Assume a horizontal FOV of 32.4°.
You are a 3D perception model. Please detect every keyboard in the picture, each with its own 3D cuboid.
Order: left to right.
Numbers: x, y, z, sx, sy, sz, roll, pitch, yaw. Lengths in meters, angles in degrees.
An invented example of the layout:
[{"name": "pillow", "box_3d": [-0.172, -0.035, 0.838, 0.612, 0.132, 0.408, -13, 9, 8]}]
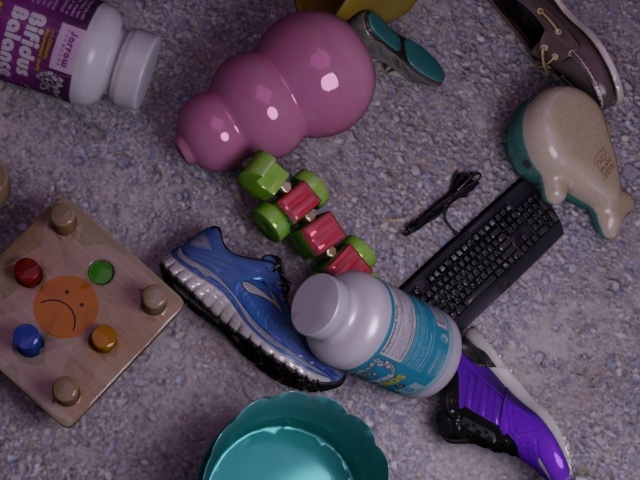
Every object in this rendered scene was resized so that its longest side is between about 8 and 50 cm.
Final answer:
[{"name": "keyboard", "box_3d": [0.242, 0.003, 1.808, 0.317, 0.033, 0.201, -41, 83, -20]}]

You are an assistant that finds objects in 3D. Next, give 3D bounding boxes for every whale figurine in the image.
[{"name": "whale figurine", "box_3d": [0.415, -0.125, 1.844, 0.272, 0.141, 0.216, 51, 56, -16]}]

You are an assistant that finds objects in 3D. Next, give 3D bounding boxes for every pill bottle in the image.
[{"name": "pill bottle", "box_3d": [-0.412, -0.310, 1.722, 0.302, 0.169, 0.169, 18, 70, -3]}, {"name": "pill bottle", "box_3d": [0.078, 0.133, 1.611, 0.264, 0.146, 0.146, 27, 64, -41]}]

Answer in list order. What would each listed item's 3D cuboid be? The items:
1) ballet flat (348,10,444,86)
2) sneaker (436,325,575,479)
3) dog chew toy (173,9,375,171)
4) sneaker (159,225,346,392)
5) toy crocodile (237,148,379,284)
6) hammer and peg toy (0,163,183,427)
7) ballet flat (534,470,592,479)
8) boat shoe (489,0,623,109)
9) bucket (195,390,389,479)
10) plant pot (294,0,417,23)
[{"name": "ballet flat", "box_3d": [0.121, -0.315, 1.859, 0.213, 0.068, 0.072, 29, 47, -38]}, {"name": "sneaker", "box_3d": [0.257, 0.277, 1.660, 0.146, 0.102, 0.293, -31, 54, -9]}, {"name": "dog chew toy", "box_3d": [-0.080, -0.222, 1.743, 0.332, 0.206, 0.206, -32, 80, -10]}, {"name": "sneaker", "box_3d": [-0.082, 0.098, 1.667, 0.330, 0.130, 0.147, 41, 72, 5]}, {"name": "toy crocodile", "box_3d": [0.000, 0.000, 1.704, 0.115, 0.105, 0.340, -40, 99, -19]}, {"name": "hammer and peg toy", "box_3d": [-0.419, 0.072, 1.617, 0.361, 0.127, 0.266, 40, 72, 4]}, {"name": "ballet flat", "box_3d": [0.368, 0.531, 1.602, 0.139, 0.139, 0.400, 4, 72, -9]}, {"name": "boat shoe", "box_3d": [0.402, -0.350, 1.912, 0.097, 0.116, 0.324, -28, 75, -13]}, {"name": "bucket", "box_3d": [-0.045, 0.365, 1.556, 0.281, 0.183, 0.281, 3, 71, -9]}, {"name": "plant pot", "box_3d": [0.073, -0.470, 1.854, 0.187, 0.212, 0.212, -10, 73, -25]}]
